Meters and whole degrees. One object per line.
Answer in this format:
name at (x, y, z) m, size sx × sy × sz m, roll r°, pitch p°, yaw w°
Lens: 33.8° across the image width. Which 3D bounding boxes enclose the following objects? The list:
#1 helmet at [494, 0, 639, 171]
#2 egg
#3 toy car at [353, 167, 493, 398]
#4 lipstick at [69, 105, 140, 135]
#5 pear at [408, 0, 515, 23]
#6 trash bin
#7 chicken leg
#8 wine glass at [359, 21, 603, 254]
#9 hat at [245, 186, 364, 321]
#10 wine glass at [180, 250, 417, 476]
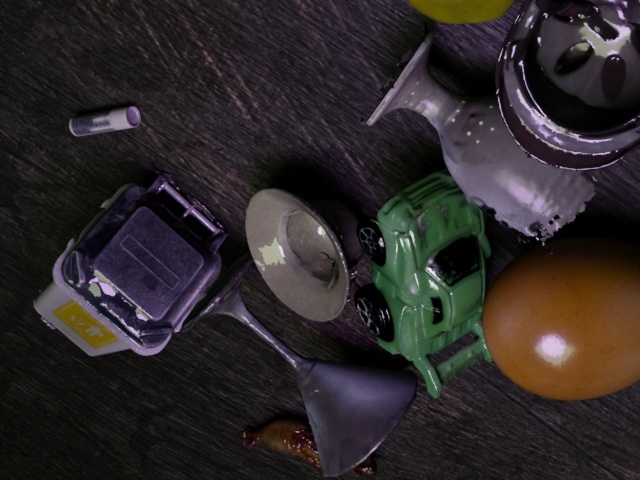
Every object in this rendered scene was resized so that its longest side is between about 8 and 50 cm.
helmet at (0.364, -0.253, 1.372) m, size 0.225 × 0.177 × 0.305 m, roll 29°, pitch 140°, yaw 6°
egg at (0.409, 0.117, 1.627) m, size 0.323 × 0.250 × 0.250 m, roll -10°, pitch 135°, yaw -13°
toy car at (0.187, 0.062, 1.696) m, size 0.176 × 0.213 × 0.358 m, roll 43°, pitch 149°, yaw 37°
lipstick at (-0.389, -0.213, 1.885) m, size 0.141 × 0.040 × 0.040 m, roll -4°, pitch 128°, yaw 30°
pear at (0.184, -0.390, 1.365) m, size 0.180 × 0.166 × 0.216 m, roll 1°, pitch 99°, yaw 38°
trash bin at (-0.376, 0.067, 2.012) m, size 0.256 × 0.296 × 0.368 m, roll 41°, pitch 149°, yaw -13°
chicken leg at (-0.029, 0.453, 2.309) m, size 0.323 × 0.083 × 0.177 m, roll 17°, pitch 151°, yaw 8°
wine glass at (0.245, -0.145, 1.531) m, size 0.357 × 0.190 × 0.190 m, roll 37°, pitch 136°, yaw -4°
hat at (0.000, 0.000, 1.812) m, size 0.257 × 0.130 × 0.257 m, roll 33°, pitch 139°, yaw 34°
wine glass at (-0.050, 0.224, 1.981) m, size 0.406 × 0.267 × 0.267 m, roll 41°, pitch 135°, yaw -7°
